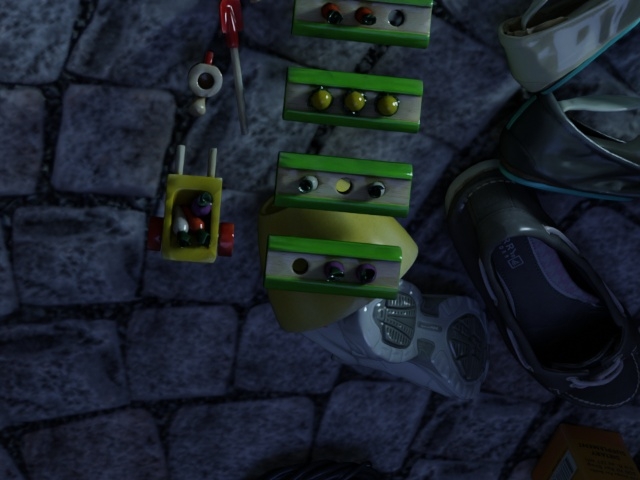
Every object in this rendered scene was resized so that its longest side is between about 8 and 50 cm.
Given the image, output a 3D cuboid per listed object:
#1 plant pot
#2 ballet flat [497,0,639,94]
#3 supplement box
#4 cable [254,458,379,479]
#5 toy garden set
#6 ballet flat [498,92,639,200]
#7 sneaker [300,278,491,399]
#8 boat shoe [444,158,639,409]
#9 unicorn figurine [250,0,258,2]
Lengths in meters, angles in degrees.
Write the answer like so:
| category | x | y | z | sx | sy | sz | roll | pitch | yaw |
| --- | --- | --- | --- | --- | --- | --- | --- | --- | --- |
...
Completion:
| category | x | y | z | sx | sy | sz | roll | pitch | yaw |
| --- | --- | --- | --- | --- | --- | --- | --- | --- | --- |
| plant pot | 0.000 | 0.000 | 1.530 | 0.134 | 0.134 | 0.095 | -29 | 106 | 8 |
| ballet flat | 0.248 | -0.210 | 1.460 | 0.248 | 0.086 | 0.086 | -34 | 128 | 14 |
| supplement box | 0.279 | 0.279 | 1.738 | 0.078 | 0.233 | 0.080 | 12 | 123 | -23 |
| cable | -0.019 | 0.267 | 1.778 | 0.150 | 0.047 | 0.184 | 27 | 119 | -25 |
| toy garden set | -0.025 | -0.080 | 1.430 | 0.204 | 0.049 | 0.244 | 5 | 97 | -5 |
| ballet flat | 0.287 | -0.066 | 1.570 | 0.280 | 0.095 | 0.096 | 14 | 110 | -24 |
| sneaker | 0.065 | 0.082 | 1.637 | 0.115 | 0.090 | 0.232 | 1 | 162 | 38 |
| boat shoe | 0.210 | 0.068 | 1.646 | 0.112 | 0.095 | 0.335 | -31 | 128 | 9 |
| unicorn figurine | -0.062 | -0.232 | 1.374 | 0.162 | 0.060 | 0.111 | -40 | 128 | -4 |
